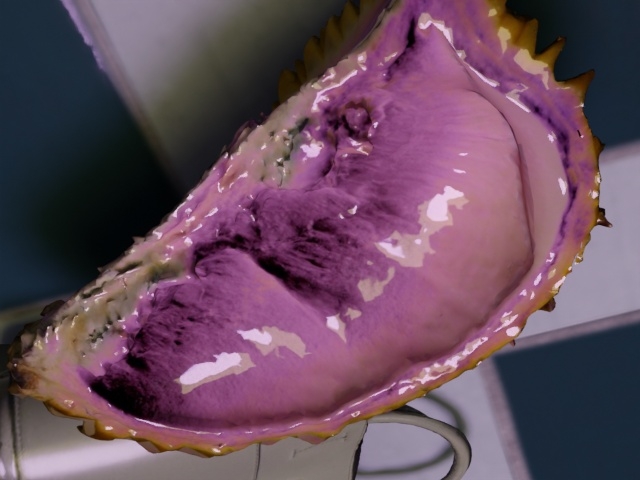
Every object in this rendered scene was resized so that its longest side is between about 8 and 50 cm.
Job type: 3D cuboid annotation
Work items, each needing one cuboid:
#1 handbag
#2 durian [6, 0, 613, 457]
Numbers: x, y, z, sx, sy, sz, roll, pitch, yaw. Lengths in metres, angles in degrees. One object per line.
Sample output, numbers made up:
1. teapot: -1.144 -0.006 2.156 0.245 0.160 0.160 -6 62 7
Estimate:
1. handbag: -0.057 0.141 0.690 0.315 0.109 0.241 -6 133 -15
2. durian: -0.001 0.001 0.526 0.191 0.112 0.341 33 116 -30
